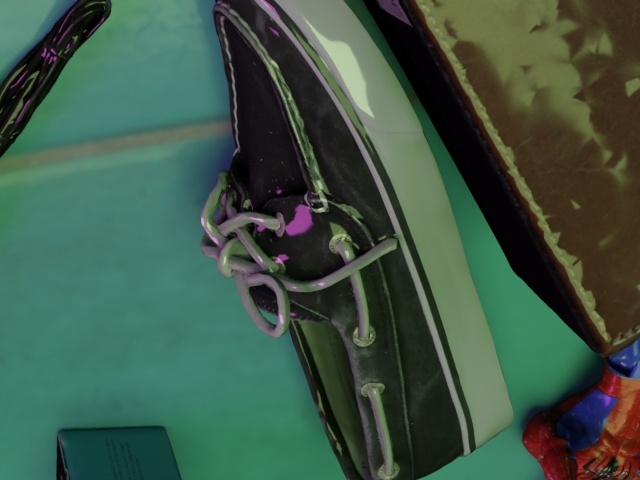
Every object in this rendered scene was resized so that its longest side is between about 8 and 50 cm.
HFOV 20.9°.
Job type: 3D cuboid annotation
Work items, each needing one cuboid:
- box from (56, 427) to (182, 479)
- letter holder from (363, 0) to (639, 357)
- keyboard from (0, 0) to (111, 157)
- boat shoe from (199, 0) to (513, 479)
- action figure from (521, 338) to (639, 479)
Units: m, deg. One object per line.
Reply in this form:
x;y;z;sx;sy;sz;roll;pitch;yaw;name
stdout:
-0.110;0.230;0.927;0.060;0.100;0.244;-1;114;-14;box
0.125;-0.144;0.757;0.214;0.152;0.302;-30;105;0;letter holder
-0.201;-0.102;0.799;0.201;0.033;0.317;30;105;-23;keyboard
-0.002;-0.001;0.843;0.105;0.113;0.306;-31;127;-14;boat shoe
0.187;0.066;0.906;0.091;0.139;0.280;17;111;-18;action figure
